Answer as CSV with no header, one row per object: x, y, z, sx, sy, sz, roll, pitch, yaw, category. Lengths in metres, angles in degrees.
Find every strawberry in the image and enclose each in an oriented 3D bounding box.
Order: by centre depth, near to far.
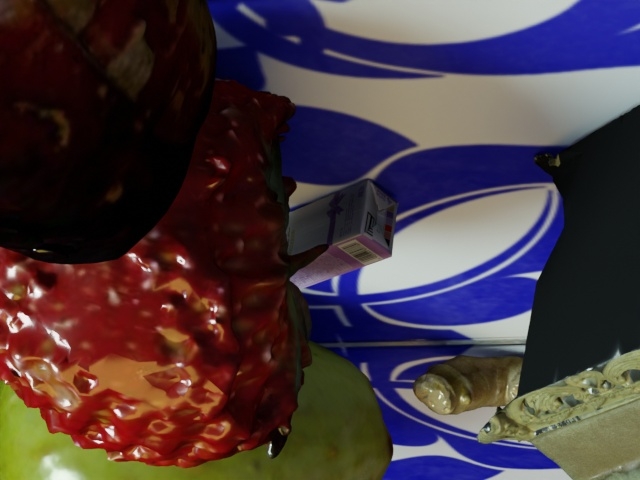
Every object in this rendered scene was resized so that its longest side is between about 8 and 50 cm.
-0.123,0.010,0.935,0.257,0.261,0.261,-5,152,0,strawberry

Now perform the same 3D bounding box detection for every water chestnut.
-0.175,-0.115,0.706,0.289,0.244,0.289,1,171,0,water chestnut

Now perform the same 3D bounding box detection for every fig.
-0.099,0.173,1.246,0.326,0.258,0.258,-1,155,-16,fig

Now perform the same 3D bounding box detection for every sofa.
0.236,0.041,0.943,0.182,0.258,0.200,32,143,-21,sofa

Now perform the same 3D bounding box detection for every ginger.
0.214,0.136,1.320,0.288,0.075,0.089,10,-175,-13,ginger

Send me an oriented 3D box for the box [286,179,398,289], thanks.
0.000,0.000,1.108,0.117,0.051,0.036,-20,137,40,box
